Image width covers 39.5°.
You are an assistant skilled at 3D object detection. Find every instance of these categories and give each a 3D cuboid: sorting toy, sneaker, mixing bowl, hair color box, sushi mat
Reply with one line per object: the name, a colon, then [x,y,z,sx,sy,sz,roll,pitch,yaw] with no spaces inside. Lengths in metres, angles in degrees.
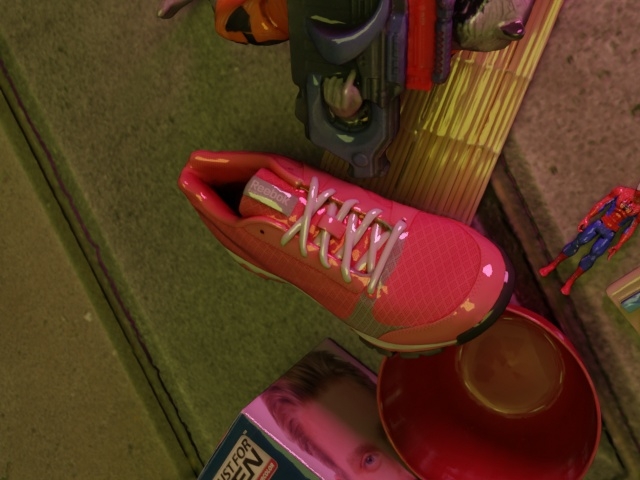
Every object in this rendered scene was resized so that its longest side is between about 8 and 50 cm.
sorting toy: [0.280,0.043,0.713,0.083,0.012,0.062,-39,86,29]
sneaker: [-0.001,0.000,0.708,0.314,0.136,0.116,19,78,40]
mixing bowl: [0.149,0.123,0.750,0.181,0.098,0.181,8,109,24]
hair color box: [0.081,0.254,0.778,0.347,0.174,0.105,37,117,11]
sushi mat: [0.105,-0.158,0.735,0.151,0.019,0.316,27,114,17]

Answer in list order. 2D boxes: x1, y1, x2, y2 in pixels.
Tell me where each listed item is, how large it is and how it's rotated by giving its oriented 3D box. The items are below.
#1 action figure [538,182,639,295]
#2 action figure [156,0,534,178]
action figure: [0.226,-0.005,0.718,0.038,0.030,0.115,44,116,14]
action figure: [0.012,-0.238,0.657,0.330,0.178,0.341,26,139,17]
